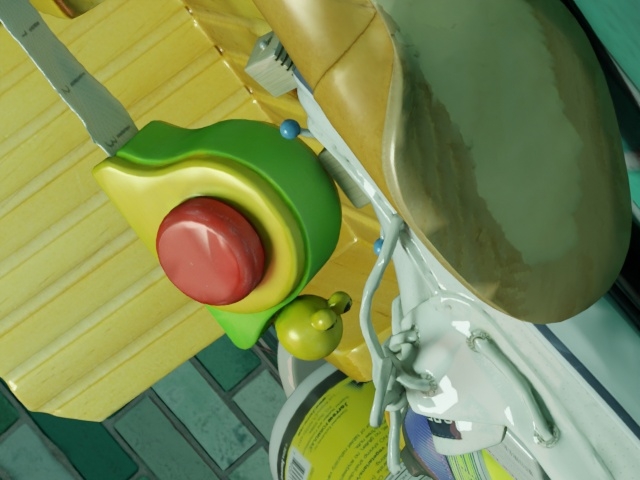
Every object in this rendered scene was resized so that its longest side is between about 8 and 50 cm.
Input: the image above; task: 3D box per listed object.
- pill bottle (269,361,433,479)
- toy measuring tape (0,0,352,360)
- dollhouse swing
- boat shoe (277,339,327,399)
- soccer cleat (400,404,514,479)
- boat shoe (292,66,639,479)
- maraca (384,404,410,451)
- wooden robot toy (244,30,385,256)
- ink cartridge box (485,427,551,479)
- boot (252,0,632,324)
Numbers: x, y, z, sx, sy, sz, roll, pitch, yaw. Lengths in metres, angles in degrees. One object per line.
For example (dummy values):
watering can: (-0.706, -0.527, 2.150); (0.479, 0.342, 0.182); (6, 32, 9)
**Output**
pill bottle: (0.109, 0.250, 1.615); (0.334, 0.188, 0.188); (41, 168, 48)
toy measuring tape: (-0.082, -0.064, 1.077); (0.330, 0.121, 0.121); (53, 172, -10)
dollhouse swing: (-0.128, -0.021, 1.237); (0.347, 0.305, 0.315); (53, 171, -20)
boat shoe: (0.015, 0.161, 1.911); (0.158, 0.127, 0.340); (31, 162, 45)
soccer cleat: (0.188, 0.190, 1.266); (0.289, 0.093, 0.121); (38, 129, 0)
boat shoe: (0.084, 0.065, 0.923); (0.367, 0.156, 0.136); (48, -169, -5)
maraca: (0.106, 0.130, 1.418); (0.127, 0.099, 0.186); (45, -169, -3)
wooden robot toy: (0.040, -0.066, 1.052); (0.079, 0.076, 0.173); (-24, 110, 45)
ink cartridge box: (0.138, 0.094, 1.082); (0.092, 0.090, 0.143); (46, 172, 24)
boot: (0.021, -0.110, 0.802); (0.295, 0.104, 0.211); (56, 176, -21)
